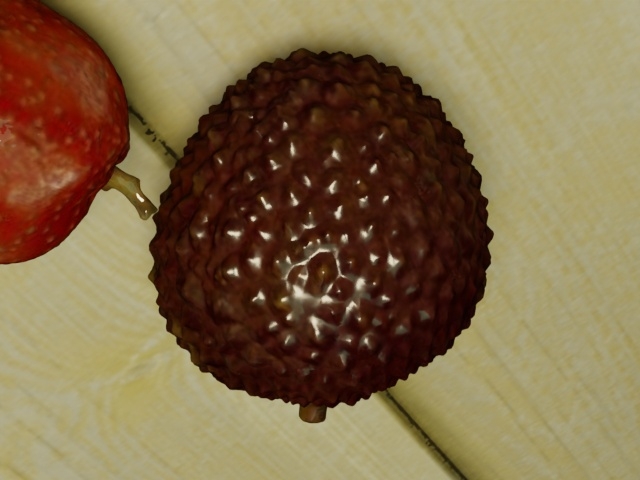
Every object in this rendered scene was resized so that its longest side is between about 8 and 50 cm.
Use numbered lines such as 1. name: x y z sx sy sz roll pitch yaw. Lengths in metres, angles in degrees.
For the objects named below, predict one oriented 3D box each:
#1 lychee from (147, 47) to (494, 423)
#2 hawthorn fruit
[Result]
1. lychee: 0.000 0.000 1.065 0.276 0.276 0.304 -1 107 -19
2. hawthorn fruit: -0.231 -0.076 0.968 0.253 0.205 0.205 24 113 -30
